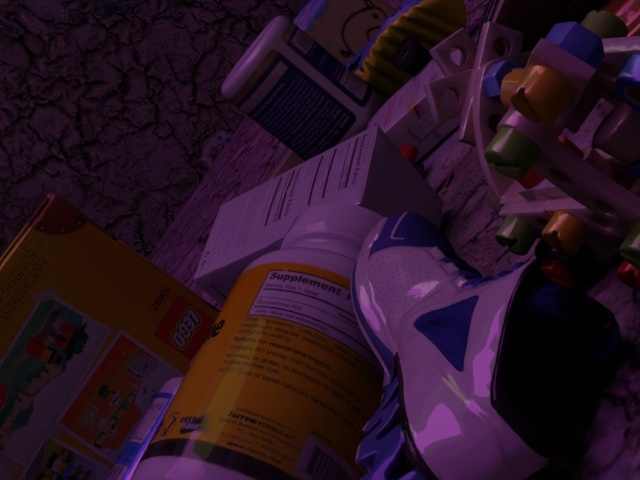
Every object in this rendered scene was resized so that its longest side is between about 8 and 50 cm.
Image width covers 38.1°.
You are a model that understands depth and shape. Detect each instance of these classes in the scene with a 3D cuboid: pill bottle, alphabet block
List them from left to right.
[{"bbox_3d":[-0.162,0.245,1.133,0.124,0.124,0.221,-27,29,59],"label":"pill bottle"},{"bbox_3d":[-0.021,0.130,0.845,0.188,0.188,0.334,-35,22,49],"label":"pill bottle"},{"bbox_3d":[-0.007,-0.204,1.418,0.153,0.265,0.153,-48,14,16],"label":"pill bottle"},{"bbox_3d":[0.038,-0.359,1.771,0.193,0.197,0.192,-28,30,59],"label":"alphabet block"}]

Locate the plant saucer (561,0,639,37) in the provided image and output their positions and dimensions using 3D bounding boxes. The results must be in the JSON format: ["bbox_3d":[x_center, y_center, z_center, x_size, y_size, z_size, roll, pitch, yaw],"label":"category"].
[{"bbox_3d":[0.321,-0.260,0.997,0.200,0.037,0.200,-49,15,18],"label":"plant saucer"}]

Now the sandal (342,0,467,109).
[{"bbox_3d":[0.107,-0.300,1.520,0.317,0.126,0.138,-41,33,28],"label":"sandal"}]

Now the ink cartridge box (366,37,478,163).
[{"bbox_3d":[0.147,-0.183,1.281,0.198,0.067,0.115,-40,19,32],"label":"ink cartridge box"}]

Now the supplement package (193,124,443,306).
[{"bbox_3d":[0.000,0.000,1.060,0.244,0.139,0.133,-24,35,32],"label":"supplement package"}]

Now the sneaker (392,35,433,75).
[{"bbox_3d":[0.154,-0.260,1.371,0.051,0.089,0.170,-55,8,14],"label":"sneaker"}]

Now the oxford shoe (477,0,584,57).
[{"bbox_3d":[0.258,-0.281,1.006,0.227,0.083,0.096,-51,19,9],"label":"oxford shoe"}]

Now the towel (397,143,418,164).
[{"bbox_3d":[0.017,-0.003,1.219,0.199,0.031,0.274,-14,43,47],"label":"towel"}]

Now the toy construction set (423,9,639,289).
[{"bbox_3d":[0.169,-0.066,0.660,0.151,0.215,0.327,-52,15,4],"label":"toy construction set"}]

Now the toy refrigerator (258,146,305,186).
[{"bbox_3d":[-0.007,-0.153,1.646,0.269,0.094,0.102,-56,11,-18],"label":"toy refrigerator"}]

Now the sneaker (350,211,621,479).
[{"bbox_3d":[0.127,0.071,0.693,0.182,0.127,0.315,-42,25,25],"label":"sneaker"}]

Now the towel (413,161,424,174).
[{"bbox_3d":[0.022,0.016,1.279,0.285,0.034,0.209,-57,16,-14],"label":"towel"}]

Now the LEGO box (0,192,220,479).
[{"bbox_3d":[-0.359,0.250,1.234,0.193,0.372,0.500,-29,28,58],"label":"LEGO box"}]
